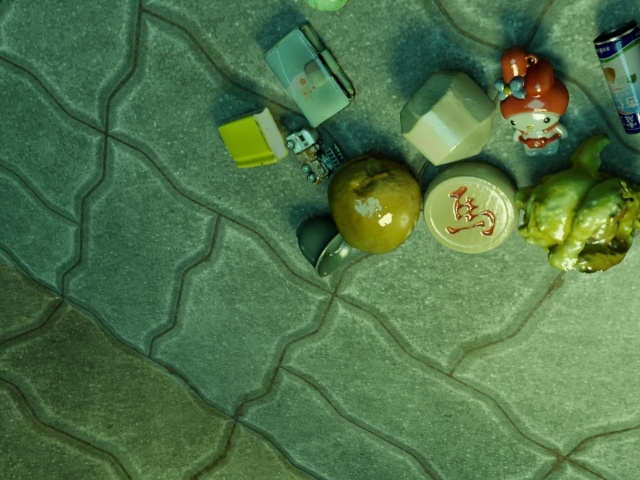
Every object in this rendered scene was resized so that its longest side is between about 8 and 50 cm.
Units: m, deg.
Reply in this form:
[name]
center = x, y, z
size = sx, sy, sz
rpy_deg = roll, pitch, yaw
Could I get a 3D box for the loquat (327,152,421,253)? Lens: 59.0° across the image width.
[loquat]
center = 0.150, -0.099, 1.619
size = 0.275, 0.276, 0.284
rpy_deg = 23, 130, 10

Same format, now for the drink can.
[drink can]
center = 0.703, -0.366, 1.283
size = 0.097, 0.097, 0.235
rpy_deg = -17, 112, 33

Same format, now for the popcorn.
[popcorn]
center = 0.646, -0.093, 1.394
size = 0.290, 0.321, 0.326
rpy_deg = 1, 105, 44

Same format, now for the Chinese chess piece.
[Chinese chess piece]
center = 0.420, -0.091, 1.589
size = 0.273, 0.102, 0.273
rpy_deg = 12, 125, 18

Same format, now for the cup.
[cup]
center = 0.000, 0.000, 1.817
size = 0.150, 0.199, 0.199
rpy_deg = 37, 131, 22

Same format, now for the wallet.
[wallet]
center = -0.031, -0.458, 1.583
size = 0.176, 0.075, 0.250
rpy_deg = -25, 108, 39

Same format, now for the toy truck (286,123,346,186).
[toy truck]
center = -0.013, -0.266, 1.696
size = 0.115, 0.080, 0.178
rpy_deg = -25, 109, 30

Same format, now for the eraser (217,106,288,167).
[eraser]
center = -0.208, -0.306, 1.723
size = 0.226, 0.069, 0.158
rpy_deg = -1, 120, 51

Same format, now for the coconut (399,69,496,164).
[coconut]
center = 0.325, -0.299, 1.429
size = 0.241, 0.241, 0.241
rpy_deg = 12, 125, 18

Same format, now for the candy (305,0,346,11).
[candy]
center = -0.123, -0.701, 1.464
size = 0.439, 0.119, 0.119
rpy_deg = 26, 128, 17

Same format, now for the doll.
[doll]
center = 0.514, -0.335, 1.368
size = 0.161, 0.130, 0.290
rpy_deg = 5, 138, 38
